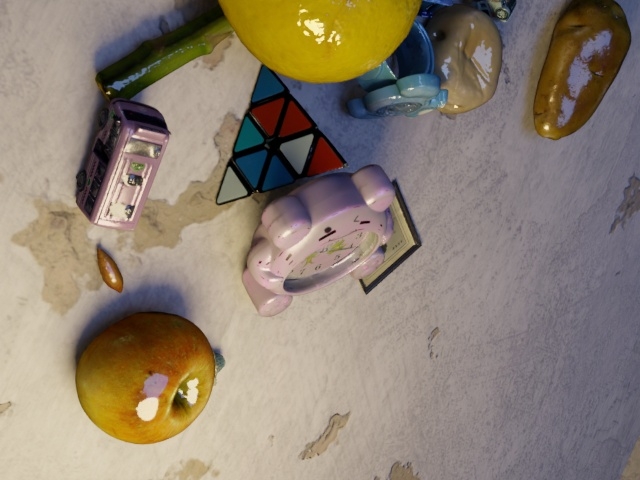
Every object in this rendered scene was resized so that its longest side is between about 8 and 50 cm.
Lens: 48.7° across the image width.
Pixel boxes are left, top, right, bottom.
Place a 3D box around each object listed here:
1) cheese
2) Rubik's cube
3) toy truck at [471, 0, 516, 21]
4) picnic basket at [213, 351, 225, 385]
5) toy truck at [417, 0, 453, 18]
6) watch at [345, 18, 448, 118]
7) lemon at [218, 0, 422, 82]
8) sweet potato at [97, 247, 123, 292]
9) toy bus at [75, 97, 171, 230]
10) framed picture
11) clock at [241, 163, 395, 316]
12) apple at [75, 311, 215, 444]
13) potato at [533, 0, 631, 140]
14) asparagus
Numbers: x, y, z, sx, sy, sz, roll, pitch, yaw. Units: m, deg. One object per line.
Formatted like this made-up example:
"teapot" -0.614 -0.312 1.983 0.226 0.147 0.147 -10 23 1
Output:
"cheese" 0.291 -0.385 1.522 0.218 0.117 0.235 -23 114 -27
"Rubik's cube" -0.025 -0.187 1.277 0.284 0.234 0.250 -15 113 -32
"toy truck" 0.346 -0.551 1.502 0.080 0.115 0.177 -59 137 -25
"picnic basket" -0.227 0.250 1.386 0.083 0.065 0.083 -29 128 -51
"toy truck" 0.219 -0.526 1.402 0.126 0.113 0.208 32 88 -14
"watch" 0.148 -0.350 1.405 0.211 0.211 0.193 -5 86 -36
"lemon" -0.004 -0.421 1.125 0.348 0.348 0.347 -13 112 -33
"sweet potato" -0.366 0.055 1.229 0.034 0.034 0.095 -34 121 -23
"toy bus" -0.318 -0.121 1.141 0.096 0.108 0.198 10 115 -39
"framed picture" 0.136 -0.004 1.601 0.195 0.010 0.199 -39 125 -20
"clock" 0.000 0.000 1.327 0.296 0.113 0.322 -21 157 -20
"apple" -0.310 0.235 1.244 0.237 0.208 0.236 -34 134 -43
"potato" 0.640 -0.423 1.749 0.195 0.177 0.369 2 110 -65
"asparagus" -0.249 -0.314 1.180 0.278 0.060 0.067 -36 104 -22
